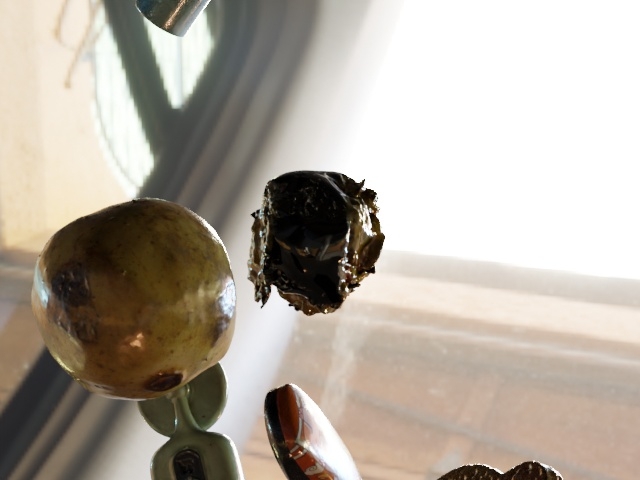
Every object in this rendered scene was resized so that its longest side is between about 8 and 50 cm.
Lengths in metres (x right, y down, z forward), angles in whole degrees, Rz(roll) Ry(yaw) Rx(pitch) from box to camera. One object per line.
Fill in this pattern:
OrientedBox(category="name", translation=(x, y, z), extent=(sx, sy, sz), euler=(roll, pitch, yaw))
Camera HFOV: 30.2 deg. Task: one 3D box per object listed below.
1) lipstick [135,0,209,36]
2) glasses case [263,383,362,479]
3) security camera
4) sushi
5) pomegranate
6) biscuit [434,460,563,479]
OrientedBox(category="lipstick", translation=(-0.079, -0.229, 0.889), extent=(0.048, 0.158, 0.048), euler=(32, -158, -15))
OrientedBox(category="glasses case", translation=(-0.001, 0.271, 1.425), extent=(0.067, 0.266, 0.103), euler=(-20, -133, 11))
OrientedBox(category="security camera", translation=(-0.215, 0.313, 1.917), extent=(0.157, 0.301, 0.080), euler=(-16, 167, 8))
OrientedBox(category="sushi", translation=(-0.002, 0.004, 1.766), extent=(0.204, 0.200, 0.213), euler=(8, -135, -11))
OrientedBox(category="pomegranate", translation=(-0.242, 0.078, 1.569), extent=(0.281, 0.281, 0.281), euler=(1, -166, 0))
OrientedBox(category="biscuit", translation=(0.226, 0.463, 1.677), extent=(0.070, 0.350, 0.394), euler=(38, -175, -21))
